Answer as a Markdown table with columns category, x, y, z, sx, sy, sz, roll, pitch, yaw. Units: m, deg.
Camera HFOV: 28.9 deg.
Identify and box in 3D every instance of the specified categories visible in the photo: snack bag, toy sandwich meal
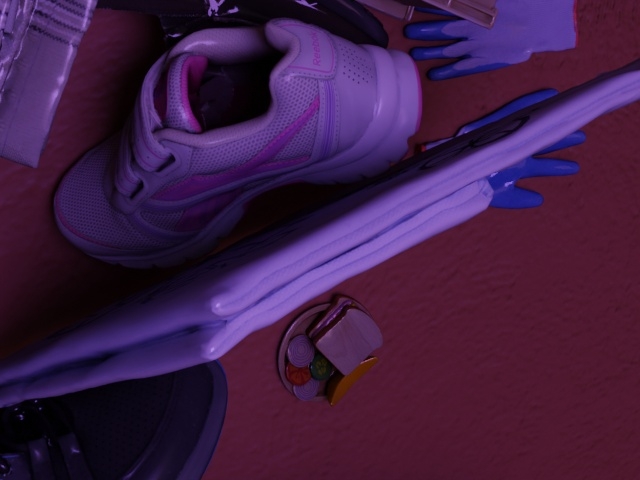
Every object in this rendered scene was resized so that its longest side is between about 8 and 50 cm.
| category | x | y | z | sx | sy | sz | roll | pitch | yaw |
| --- | --- | --- | --- | --- | --- | --- | --- | --- | --- |
| snack bag | 0.000 | 0.000 | 0.710 | 0.342 | 0.323 | 0.037 | -28 | 94 | -34 |
| toy sandwich meal | 0.009 | 0.084 | 0.919 | 0.085 | 0.029 | 0.085 | -9 | 108 | -27 |

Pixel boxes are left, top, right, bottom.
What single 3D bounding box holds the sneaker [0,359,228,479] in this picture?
| category | x | y | z | sx | sy | sz | roll | pitch | yaw |
| --- | --- | --- | --- | --- | --- | --- | --- | --- | --- |
| sneaker | -0.207 | 0.162 | 0.763 | 0.341 | 0.125 | 0.140 | -38 | 119 | -15 |

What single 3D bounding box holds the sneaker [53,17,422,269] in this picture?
| category | x | y | z | sx | sy | sz | roll | pitch | yaw |
| --- | --- | --- | --- | --- | --- | --- | --- | --- | --- |
| sneaker | -0.072 | -0.066 | 0.726 | 0.252 | 0.103 | 0.111 | -25 | 146 | 27 |

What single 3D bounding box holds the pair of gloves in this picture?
| category | x | y | z | sx | sy | sz | roll | pitch | yaw |
| --- | --- | --- | --- | --- | --- | --- | --- | --- | --- |
| pair of gloves | 0.135 | -0.114 | 0.937 | 0.159 | 0.023 | 0.198 | -12 | 111 | -27 |

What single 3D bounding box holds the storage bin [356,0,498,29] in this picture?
| category | x | y | z | sx | sy | sz | roll | pitch | yaw |
| --- | --- | --- | --- | --- | --- | --- | --- | --- | --- |
| storage bin | 0.023 | -0.296 | 0.762 | 0.260 | 0.123 | 0.262 | 16 | 97 | -32 |

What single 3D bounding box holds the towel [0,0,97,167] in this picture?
| category | x | y | z | sx | sy | sz | roll | pitch | yaw |
| --- | --- | --- | --- | --- | --- | --- | --- | --- | --- |
| towel | -0.240 | -0.227 | 0.612 | 0.324 | 0.056 | 0.312 | 18 | 96 | -11 |

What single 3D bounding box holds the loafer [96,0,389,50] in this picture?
| category | x | y | z | sx | sy | sz | roll | pitch | yaw |
| --- | --- | --- | --- | --- | --- | --- | --- | --- | --- |
| loafer | -0.067 | -0.142 | 0.762 | 0.220 | 0.080 | 0.078 | 18 | 101 | -6 |
